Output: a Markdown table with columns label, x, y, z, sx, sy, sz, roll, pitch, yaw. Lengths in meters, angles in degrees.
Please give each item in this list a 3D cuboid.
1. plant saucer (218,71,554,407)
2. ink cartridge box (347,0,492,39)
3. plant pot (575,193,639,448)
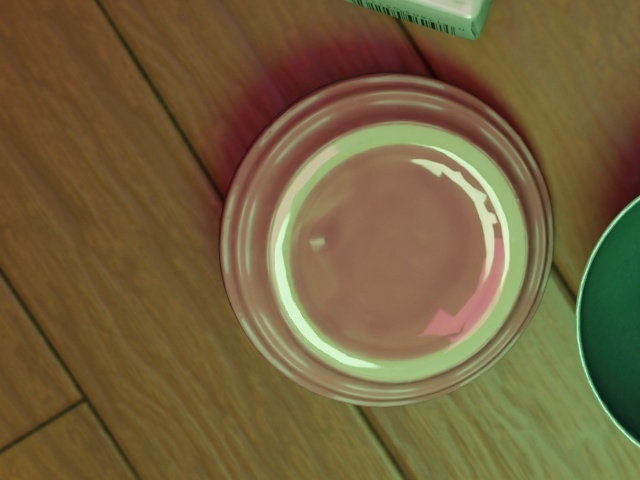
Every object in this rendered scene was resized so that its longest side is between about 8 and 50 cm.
| label | x | y | z | sx | sy | sz | roll | pitch | yaw |
| --- | --- | --- | --- | --- | --- | --- | --- | --- | --- |
| plant saucer | 0.069 | 0.006 | 1.738 | 0.332 | 0.084 | 0.332 | -1 | 101 | -7 |
| ink cartridge box | 0.066 | -0.422 | 1.744 | 0.308 | 0.091 | 0.385 | 19 | 84 | 8 |
| plant pot | 0.389 | 0.059 | 1.674 | 0.290 | 0.195 | 0.290 | 2 | 99 | 11 |
